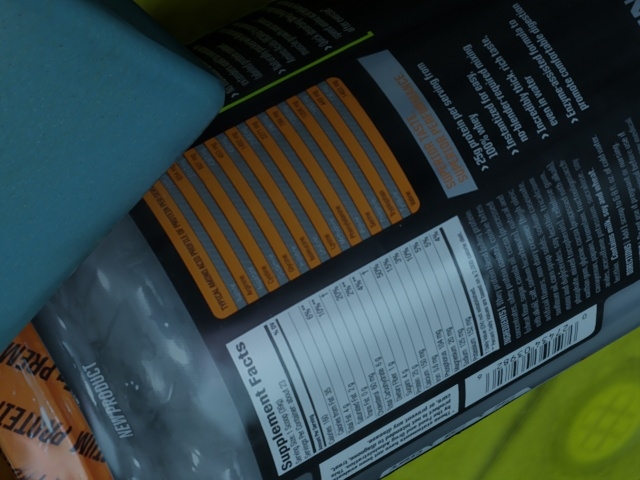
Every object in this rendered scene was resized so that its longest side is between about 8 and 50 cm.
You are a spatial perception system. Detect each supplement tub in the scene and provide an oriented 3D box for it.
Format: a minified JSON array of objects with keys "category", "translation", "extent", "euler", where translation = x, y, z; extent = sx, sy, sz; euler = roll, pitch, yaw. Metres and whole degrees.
[{"category":"supplement tub","translation":[0.000,0.000,0.709],"extent":[0.316,0.193,0.194],"euler":[-27,135,-16]}]

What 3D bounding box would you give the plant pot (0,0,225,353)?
[{"category":"plant pot","translation":[-0.172,-0.059,0.493],"extent":[0.166,0.165,0.234],"euler":[-48,162,5]}]
